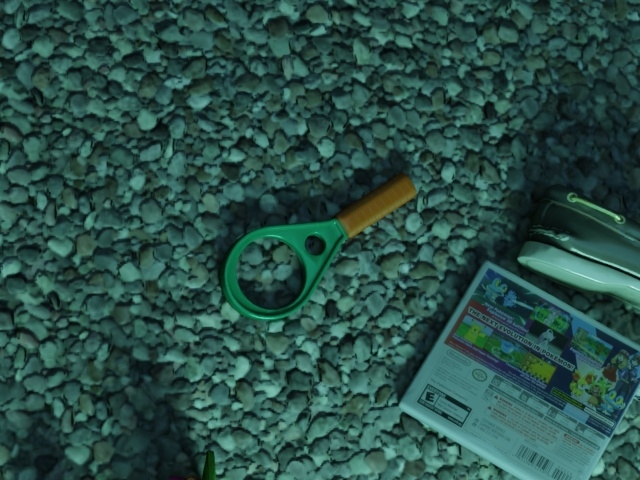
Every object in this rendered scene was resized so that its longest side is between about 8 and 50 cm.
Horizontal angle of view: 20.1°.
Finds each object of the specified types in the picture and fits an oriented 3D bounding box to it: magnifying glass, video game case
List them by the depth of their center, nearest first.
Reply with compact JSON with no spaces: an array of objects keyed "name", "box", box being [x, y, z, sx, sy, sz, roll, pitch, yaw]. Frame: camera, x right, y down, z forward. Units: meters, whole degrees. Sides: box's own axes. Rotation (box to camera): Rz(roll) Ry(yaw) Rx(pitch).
[{"name":"magnifying glass","box":[0.000,0.000,1.820,0.231,0.026,0.092,-33,92,-19]},{"name":"video game case","box":[0.209,0.143,1.833,0.201,0.023,0.183,30,71,9]}]

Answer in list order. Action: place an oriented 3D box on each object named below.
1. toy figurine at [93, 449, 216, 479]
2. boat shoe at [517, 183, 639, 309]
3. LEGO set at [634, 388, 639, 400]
[{"name":"toy figurine","box":[-0.178,0.281,1.679,0.159,0.130,0.173,0,105,-6]},{"name":"boat shoe","box":[0.358,0.032,1.891,0.305,0.109,0.091,21,79,-11]},{"name":"LEGO set","box":[0.405,0.164,1.892,0.227,0.093,0.087,33,72,-11]}]
